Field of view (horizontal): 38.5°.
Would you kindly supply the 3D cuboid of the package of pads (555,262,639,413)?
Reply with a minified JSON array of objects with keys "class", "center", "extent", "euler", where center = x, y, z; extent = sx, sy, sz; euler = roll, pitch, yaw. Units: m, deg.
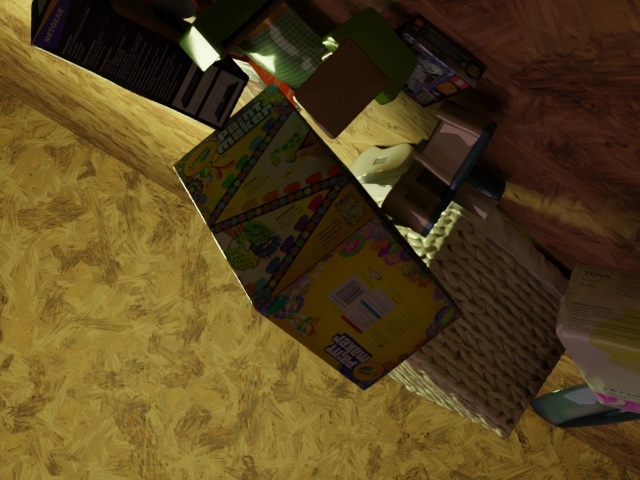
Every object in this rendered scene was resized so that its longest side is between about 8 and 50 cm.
[{"class":"package of pads","center":[0.411,0.131,1.058],"extent":[0.229,0.101,0.296],"euler":[10,160,31]}]

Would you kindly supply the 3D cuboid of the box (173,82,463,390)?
[{"class":"box","center":[0.000,0.000,1.200],"extent":[0.290,0.177,0.279],"euler":[44,-171,-50]}]

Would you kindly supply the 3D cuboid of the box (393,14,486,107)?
[{"class":"box","center":[0.110,-0.192,0.999],"extent":[0.094,0.027,0.137],"euler":[36,170,-13]}]

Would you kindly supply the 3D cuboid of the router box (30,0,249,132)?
[{"class":"router box","center":[-0.242,-0.261,1.181],"extent":[0.243,0.081,0.309],"euler":[22,-166,-25]}]

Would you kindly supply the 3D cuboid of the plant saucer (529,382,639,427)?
[{"class":"plant saucer","center":[0.473,0.234,1.354],"extent":[0.318,0.043,0.317],"euler":[-8,162,-3]}]

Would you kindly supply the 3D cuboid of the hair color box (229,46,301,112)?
[{"class":"hair color box","center":[-0.081,-0.236,1.319],"extent":[0.072,0.043,0.141],"euler":[23,168,37]}]

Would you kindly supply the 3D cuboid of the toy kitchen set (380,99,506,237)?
[{"class":"toy kitchen set","center":[0.180,-0.095,1.112],"extent":[0.122,0.166,0.207],"euler":[32,-149,5]}]

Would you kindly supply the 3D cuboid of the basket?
[{"class":"basket","center":[0.189,0.098,1.488],"extent":[0.331,0.266,0.328],"euler":[39,169,-27]}]

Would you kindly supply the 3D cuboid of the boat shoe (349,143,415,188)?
[{"class":"boat shoe","center":[0.104,-0.105,1.364],"extent":[0.063,0.066,0.184],"euler":[37,159,-21]}]

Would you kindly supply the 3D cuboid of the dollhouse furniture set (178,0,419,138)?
[{"class":"dollhouse furniture set","center":[-0.049,-0.190,1.045],"extent":[0.197,0.151,0.301],"euler":[46,168,-12]}]

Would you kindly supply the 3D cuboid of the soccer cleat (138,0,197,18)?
[{"class":"soccer cleat","center":[-0.261,-0.352,1.159],"extent":[0.083,0.095,0.248],"euler":[20,164,50]}]
